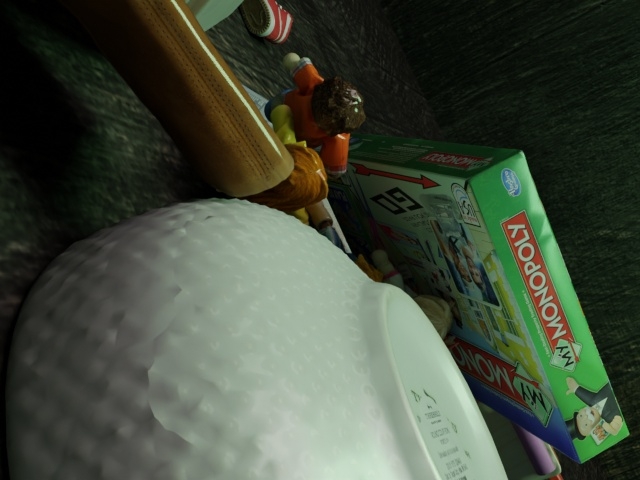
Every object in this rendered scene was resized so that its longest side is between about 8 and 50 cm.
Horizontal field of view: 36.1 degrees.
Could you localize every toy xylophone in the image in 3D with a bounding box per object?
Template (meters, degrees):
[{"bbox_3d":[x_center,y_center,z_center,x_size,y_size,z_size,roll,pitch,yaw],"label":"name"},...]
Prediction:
[{"bbox_3d":[0.239,0.191,1.301,0.236,0.081,0.322,60,15,-12],"label":"toy xylophone"}]

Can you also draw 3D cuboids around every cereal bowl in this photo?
[{"bbox_3d":[0.007,0.121,0.501,0.339,0.141,0.339,57,15,-24],"label":"cereal bowl"}]

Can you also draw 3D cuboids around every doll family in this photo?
[{"bbox_3d":[0.000,0.000,0.716,0.262,0.118,0.163,65,-16,-11],"label":"doll family"}]

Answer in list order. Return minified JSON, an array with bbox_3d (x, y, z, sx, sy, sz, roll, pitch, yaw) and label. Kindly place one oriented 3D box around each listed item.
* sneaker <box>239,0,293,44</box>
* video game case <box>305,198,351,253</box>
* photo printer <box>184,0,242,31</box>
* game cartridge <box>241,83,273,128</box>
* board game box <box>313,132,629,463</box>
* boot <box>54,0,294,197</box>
[{"bbox_3d":[-0.068,-0.278,1.118,0.067,0.042,0.118,18,55,-65],"label":"sneaker"},{"bbox_3d":[-0.003,0.001,0.902,0.226,0.026,0.206,62,14,-11],"label":"video game case"},{"bbox_3d":[-0.128,-0.276,0.557,0.307,0.107,0.256,56,-20,-8],"label":"photo printer"},{"bbox_3d":[-0.064,-0.115,0.859,0.056,0.017,0.083,28,19,-3],"label":"game cartridge"},{"bbox_3d":[0.097,0.024,0.769,0.213,0.046,0.317,66,-14,-15],"label":"board game box"},{"bbox_3d":[-0.134,-0.172,0.506,0.264,0.096,0.280,35,-13,47],"label":"boot"}]
